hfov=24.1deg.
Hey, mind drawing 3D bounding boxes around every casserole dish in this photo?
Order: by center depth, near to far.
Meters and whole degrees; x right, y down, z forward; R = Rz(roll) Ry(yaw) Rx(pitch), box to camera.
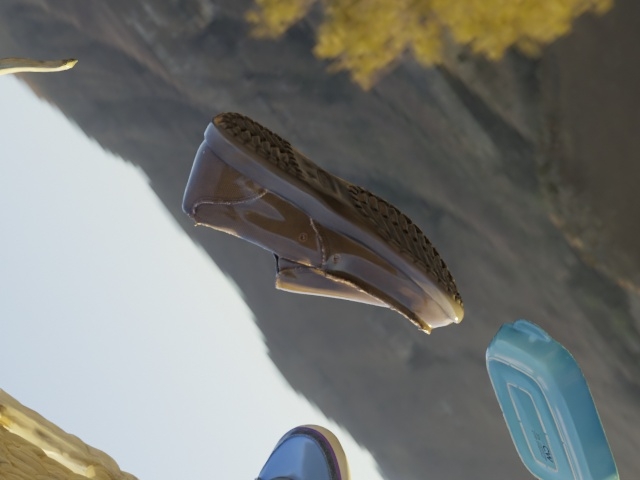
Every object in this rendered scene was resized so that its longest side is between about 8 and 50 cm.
[{"bbox_3d":[0.198,0.155,1.314,0.114,0.037,0.188,23,142,56],"label":"casserole dish"}]

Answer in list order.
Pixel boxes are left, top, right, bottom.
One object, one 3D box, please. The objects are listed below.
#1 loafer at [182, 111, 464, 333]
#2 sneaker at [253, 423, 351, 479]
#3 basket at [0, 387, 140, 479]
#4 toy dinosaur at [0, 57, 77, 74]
[{"bbox_3d":[0.000,0.000,1.649,0.366,0.130,0.134,34,-161,-19],"label":"loafer"},{"bbox_3d":[-0.081,0.373,1.778,0.130,0.323,0.236,13,177,29],"label":"sneaker"},{"bbox_3d":[-0.297,0.296,1.139,0.328,0.331,0.266,36,179,-13],"label":"basket"},{"bbox_3d":[-0.326,-0.103,1.233,0.268,0.118,0.064,-11,113,42],"label":"toy dinosaur"}]
